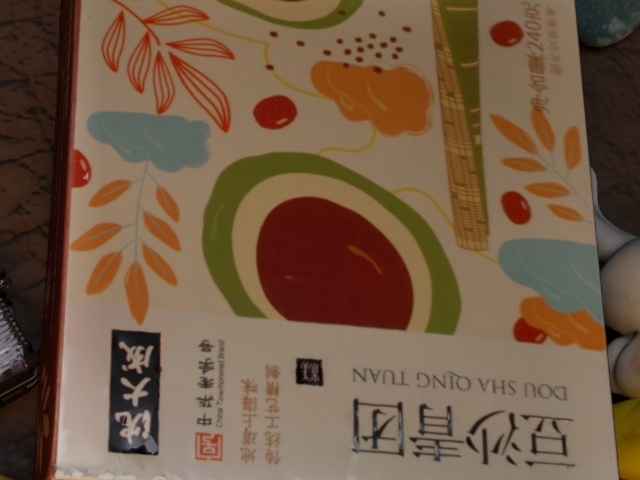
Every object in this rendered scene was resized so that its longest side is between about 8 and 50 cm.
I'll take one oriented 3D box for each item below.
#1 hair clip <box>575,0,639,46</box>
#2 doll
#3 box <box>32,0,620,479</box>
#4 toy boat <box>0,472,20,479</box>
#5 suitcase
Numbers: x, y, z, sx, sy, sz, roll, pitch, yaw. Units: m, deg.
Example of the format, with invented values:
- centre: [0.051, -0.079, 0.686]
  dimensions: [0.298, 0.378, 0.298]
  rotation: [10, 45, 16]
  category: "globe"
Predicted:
- centre: [0.266, -0.410, 1.360]
  dimensions: [0.318, 0.392, 0.238]
  rotation: [-24, 45, -20]
  category: "hair clip"
- centre: [0.266, 0.059, 1.208]
  dimensions: [0.252, 0.111, 0.237]
  rotation: [3, 72, 28]
  category: "doll"
- centre: [0.000, 0.000, 1.107]
  dimensions: [0.344, 0.122, 0.385]
  rotation: [6, 63, -14]
  category: "box"
- centre: [-0.221, 0.191, 1.070]
  dimensions: [0.292, 0.099, 0.108]
  rotation: [12, 37, -5]
  category: "toy boat"
- centre: [-0.245, 0.083, 1.135]
  dimensions: [0.126, 0.059, 0.086]
  rotation: [-29, 73, -20]
  category: "suitcase"
